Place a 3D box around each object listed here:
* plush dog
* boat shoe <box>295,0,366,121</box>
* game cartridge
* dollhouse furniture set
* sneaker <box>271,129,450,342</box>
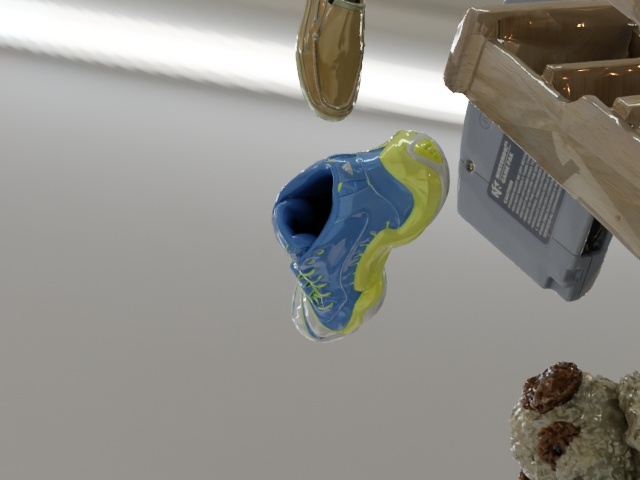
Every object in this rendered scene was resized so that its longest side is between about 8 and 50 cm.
[{"bbox_3d":[0.293,0.191,1.532,0.225,0.211,0.262,6,-48,15],"label":"plush dog"},{"bbox_3d":[0.016,-0.212,1.529,0.068,0.190,0.072,4,-15,-22],"label":"boat shoe"},{"bbox_3d":[0.226,-0.113,1.542,0.062,0.198,0.297,-10,-49,-31],"label":"game cartridge"},{"bbox_3d":[0.270,-0.211,1.028,0.362,0.256,0.394,-9,-50,-33],"label":"dollhouse furniture set"},{"bbox_3d":[0.000,0.000,1.245,0.126,0.091,0.240,-5,-37,-32],"label":"sneaker"}]
